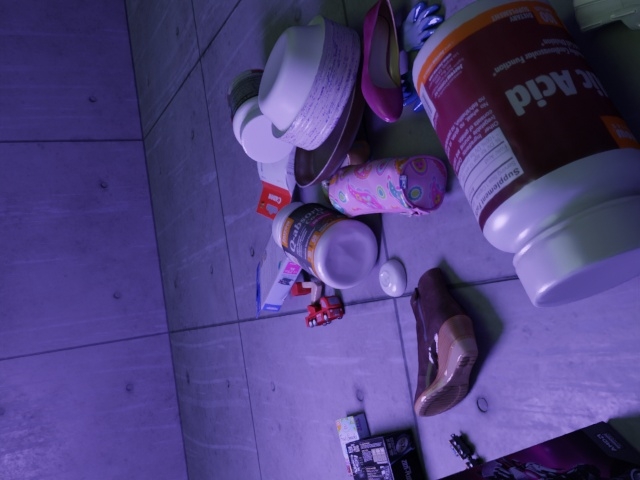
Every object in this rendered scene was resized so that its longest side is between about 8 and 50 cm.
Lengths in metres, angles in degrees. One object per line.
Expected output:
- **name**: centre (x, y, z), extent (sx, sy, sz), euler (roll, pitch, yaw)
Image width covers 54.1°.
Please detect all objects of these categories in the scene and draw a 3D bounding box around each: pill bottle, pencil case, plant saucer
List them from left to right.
- **pill bottle**: centre (-0.156, -0.328, 1.647), extent (0.283, 0.162, 0.161), euler (-108, 27, -53)
- **pill bottle**: centre (0.000, 0.000, 1.489), extent (0.278, 0.162, 0.162), euler (28, 119, 57)
- **plant saucer**: centre (0.023, -0.262, 1.426), extent (0.310, 0.050, 0.310), euler (-49, 31, 45)
- **pencil case**: centre (0.131, -0.106, 1.271), extent (0.284, 0.124, 0.124), euler (4, 98, 60)
- **pill bottle**: centre (0.296, -0.123, 0.858), extent (0.224, 0.224, 0.391), euler (-52, 51, 52)

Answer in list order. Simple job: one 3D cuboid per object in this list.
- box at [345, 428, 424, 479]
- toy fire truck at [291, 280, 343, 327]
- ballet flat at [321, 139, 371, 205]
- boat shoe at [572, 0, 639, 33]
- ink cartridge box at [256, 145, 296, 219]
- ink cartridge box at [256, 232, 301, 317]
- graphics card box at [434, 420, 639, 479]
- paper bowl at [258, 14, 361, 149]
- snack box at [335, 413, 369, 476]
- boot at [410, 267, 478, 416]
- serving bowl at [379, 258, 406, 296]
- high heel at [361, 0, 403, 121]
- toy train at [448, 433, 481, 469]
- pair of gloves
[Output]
- **box**: centre (0.145, 0.512, 1.405), extent (0.180, 0.078, 0.147), euler (-41, 60, 56)
- **toy fire truck**: centre (-0.010, 0.159, 1.656), extent (0.192, 0.047, 0.135), euler (-35, 63, 58)
- **ballet flat**: centre (0.040, -0.160, 1.477), extent (0.232, 0.073, 0.080), euler (-56, 47, 50)
- **boat shoe**: centre (0.403, -0.301, 0.800), extent (0.184, 0.066, 0.063), euler (12, 119, 58)
- **ink cartridge box**: centre (-0.128, -0.179, 1.735), extent (0.189, 0.066, 0.232), euler (25, 94, 58)
- **ink cartridge box**: centre (-0.118, 0.070, 1.781), extent (0.311, 0.065, 0.185), euler (121, 152, -45)
- **graphics card box**: centre (0.302, 0.380, 0.786), extent (0.232, 0.371, 0.094), euler (51, 138, 47)
- **paper bowl**: centre (-0.039, -0.355, 1.387), extent (0.284, 0.148, 0.284), euler (-49, 32, 46)
- **snack box**: centre (0.089, 0.507, 1.549), extent (0.100, 0.037, 0.141), euler (-39, 61, 56)
- **boot**: centre (0.223, 0.203, 1.230), extent (0.206, 0.090, 0.248), euler (-108, 27, -45)
- **serving bowl**: centre (0.152, 0.083, 1.364), extent (0.083, 0.027, 0.083), euler (16, 109, 59)
- **high heel**: centre (0.130, -0.354, 1.225), extent (0.117, 0.082, 0.243), euler (112, 159, -60)
- **toy train**: centre (0.292, 0.432, 1.177), extent (0.158, 0.027, 0.036), euler (55, 151, 41)
- **pair of gloves**: centre (0.191, -0.354, 1.218), extent (0.159, 0.023, 0.198), euler (-18, 78, 63)
